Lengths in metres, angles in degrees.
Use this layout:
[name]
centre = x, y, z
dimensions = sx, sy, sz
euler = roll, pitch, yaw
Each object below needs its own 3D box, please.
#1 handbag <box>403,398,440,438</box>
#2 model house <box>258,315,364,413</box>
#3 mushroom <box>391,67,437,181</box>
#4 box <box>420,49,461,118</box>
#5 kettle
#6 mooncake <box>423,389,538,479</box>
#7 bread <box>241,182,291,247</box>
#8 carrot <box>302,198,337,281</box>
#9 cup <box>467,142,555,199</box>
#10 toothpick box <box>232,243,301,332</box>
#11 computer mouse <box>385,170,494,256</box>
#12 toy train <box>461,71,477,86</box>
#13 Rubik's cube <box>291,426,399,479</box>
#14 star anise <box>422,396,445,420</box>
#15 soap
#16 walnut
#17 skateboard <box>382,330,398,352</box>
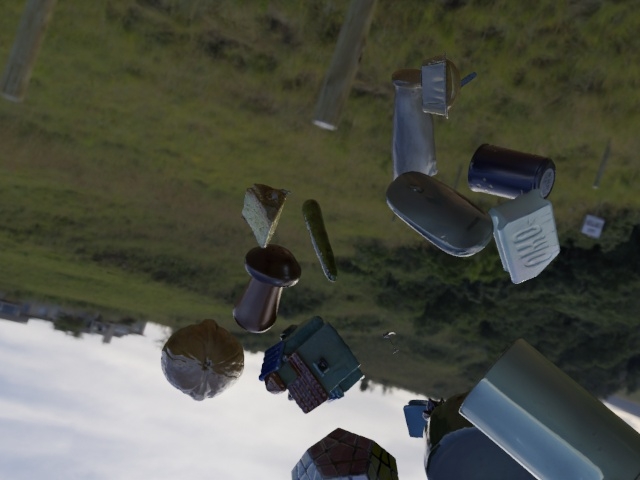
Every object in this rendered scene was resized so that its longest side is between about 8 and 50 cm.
[handbag]
centre = 0.425, 0.676, 2.308
dimensions = 0.221, 0.144, 0.057
euler = -5, -175, 30
[model house]
centre = -0.071, 0.466, 2.115
dimensions = 0.294, 0.329, 0.252
euler = 54, 138, -1
[mushroom]
centre = 0.304, -0.359, 2.034
dimensions = 0.138, 0.407, 0.154
euler = -17, -146, -17
[box]
centre = 0.318, -0.410, 1.631
dimensions = 0.111, 0.177, 0.111
euler = -5, -170, 1
[kettle]
centre = 0.467, 0.378, 1.236
dimensions = 0.318, 0.205, 0.265
euler = 38, 169, 26
[mooncake]
centre = 0.471, 0.603, 1.770
dimensions = 0.357, 0.356, 0.194
euler = 19, -154, 2
[bread]
centre = -0.165, -0.071, 1.774
dimensions = 0.127, 0.147, 0.152
euler = 12, -135, -10
[carrot]
centre = 0.000, 0.000, 2.291
dimensions = 0.074, 0.358, 0.074
euler = -13, 150, -7
[cup]
centre = 0.706, -0.242, 2.204
dimensions = 0.256, 0.178, 0.255
euler = 21, -153, 39
[toothpick box]
centre = -0.185, 0.153, 2.048
dimensions = 0.192, 0.294, 0.192
euler = 18, -152, -10
[computer mouse]
centre = 0.346, -0.087, 1.784
dimensions = 0.331, 0.197, 0.095
euler = 35, 147, 14
[toy train]
centre = 0.401, -0.444, 1.732
dimensions = 0.017, 0.083, 0.017
euler = 53, -167, -11
[Rubik's cube]
centre = 0.072, 0.694, 1.740
dimensions = 0.264, 0.319, 0.319
euler = 46, -168, 27
[star anise]
centre = 0.379, 0.581, 1.975
dimensions = 0.057, 0.167, 0.168
euler = -25, 154, 29
[soap]
centre = 0.637, -0.009, 1.911
dimensions = 0.095, 0.173, 0.289
euler = -107, -9, -48
[walnut]
centre = -0.434, 0.440, 2.282
dimensions = 0.333, 0.332, 0.333
euler = 19, 179, 0
[skateboard]
centre = 0.284, 0.390, 2.384
dimensions = 0.064, 0.032, 0.083
euler = -2, -122, -45
